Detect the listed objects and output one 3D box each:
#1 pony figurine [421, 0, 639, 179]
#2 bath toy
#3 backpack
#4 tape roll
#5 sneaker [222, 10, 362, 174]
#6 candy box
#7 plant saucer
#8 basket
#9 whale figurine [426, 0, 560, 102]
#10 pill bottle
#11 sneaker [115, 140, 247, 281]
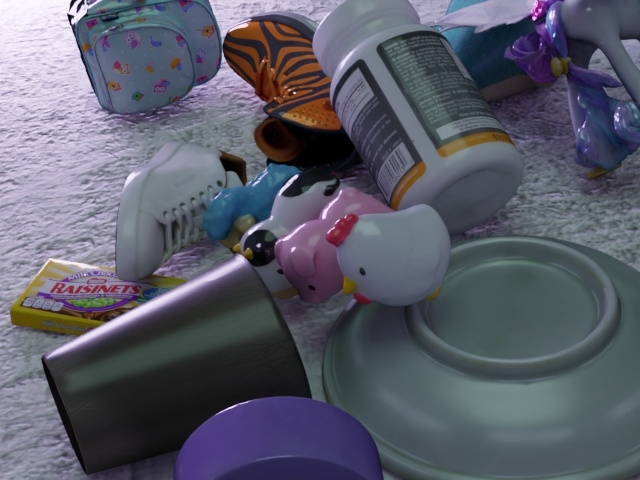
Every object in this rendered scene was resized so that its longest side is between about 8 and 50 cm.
[{"bbox_3d":[0.325,-0.270,1.945,0.351,0.363,0.303,-22,-3,-21],"label":"pony figurine"},{"bbox_3d":[0.000,0.000,1.711,0.129,0.151,0.348,17,0,-29],"label":"bath toy"},{"bbox_3d":[-0.223,-0.264,2.144,0.188,0.165,0.144,-20,39,-8],"label":"backpack"},{"bbox_3d":[-0.035,0.233,1.428,0.189,0.189,0.080,-7,35,-2],"label":"tape roll"},{"bbox_3d":[-0.044,-0.187,2.057,0.321,0.124,0.180,26,45,36],"label":"sneaker"},{"bbox_3d":[-0.234,0.071,1.812,0.206,0.027,0.105,8,34,17],"label":"candy box"},{"bbox_3d":[0.198,0.095,1.665,0.401,0.100,0.400,-3,36,2],"label":"plant saucer"},{"bbox_3d":[-0.152,0.133,1.619,0.227,0.154,0.204,-20,42,-14],"label":"basket"},{"bbox_3d":[0.214,-0.260,2.110,0.216,0.141,0.272,22,45,32],"label":"whale figurine"},{"bbox_3d":[0.107,-0.151,1.886,0.162,0.162,0.278,-19,61,-18],"label":"pill bottle"},{"bbox_3d":[-0.154,-0.041,1.871,0.123,0.105,0.290,6,29,10],"label":"sneaker"}]
